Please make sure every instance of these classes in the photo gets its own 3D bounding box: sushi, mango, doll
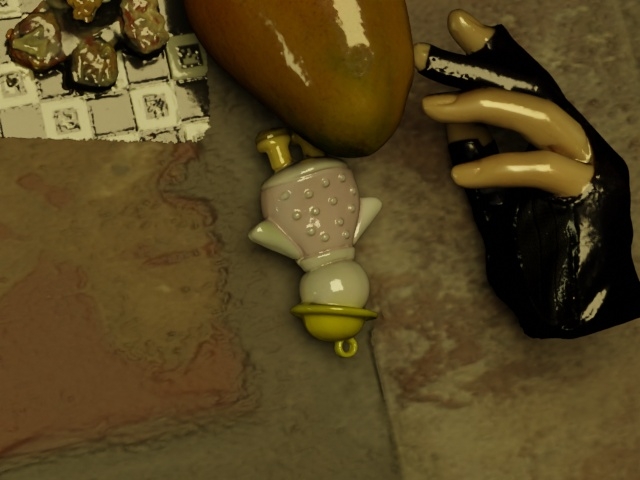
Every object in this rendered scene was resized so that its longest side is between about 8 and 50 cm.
[{"bbox_3d":[-0.198,-0.181,1.678,0.210,0.040,0.192,-1,81,-12],"label":"sushi"},{"bbox_3d":[-0.012,-0.194,1.637,0.139,0.175,0.254,-24,59,-43],"label":"mango"},{"bbox_3d":[0.000,0.000,1.670,0.129,0.081,0.207,-12,86,-26],"label":"doll"}]

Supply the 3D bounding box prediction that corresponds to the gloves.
[{"bbox_3d":[0.174,-0.057,1.665,0.152,0.197,0.301,-36,98,-16],"label":"gloves"}]
